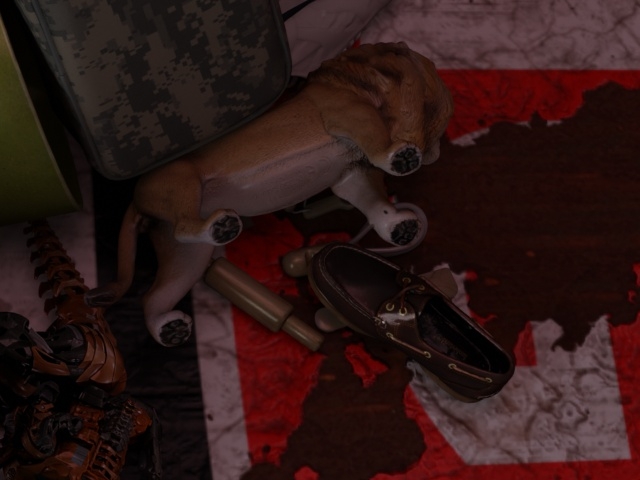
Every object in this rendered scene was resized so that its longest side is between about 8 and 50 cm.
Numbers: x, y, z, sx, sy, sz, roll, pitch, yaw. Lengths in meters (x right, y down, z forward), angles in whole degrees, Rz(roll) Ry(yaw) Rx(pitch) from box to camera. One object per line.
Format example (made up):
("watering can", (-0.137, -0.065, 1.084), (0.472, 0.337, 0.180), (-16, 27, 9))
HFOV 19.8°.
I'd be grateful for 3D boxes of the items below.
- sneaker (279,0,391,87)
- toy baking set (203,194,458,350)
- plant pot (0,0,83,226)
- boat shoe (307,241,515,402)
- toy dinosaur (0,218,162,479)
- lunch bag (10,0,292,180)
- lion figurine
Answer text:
("sneaker", (-0.005, -0.206, 1.774), (0.235, 0.090, 0.094), (-29, 109, -33))
("toy baking set", (-0.005, 0.004, 1.694), (0.256, 0.030, 0.197), (39, 64, 9))
("plant pot", (-0.388, -0.108, 1.572), (0.294, 0.275, 0.274), (-19, 69, -2))
("boat shoe", (0.085, 0.065, 1.641), (0.207, 0.073, 0.073), (34, 66, -3))
("toy dinosaur", (-0.242, 0.128, 1.551), (0.218, 0.164, 0.322), (8, 32, -22))
("lunch bag", (-0.179, -0.250, 1.560), (0.213, 0.305, 0.256), (-30, 52, -10))
("lion figurine", (-0.047, -0.061, 1.629), (0.392, 0.142, 0.240), (-17, 35, -13))
